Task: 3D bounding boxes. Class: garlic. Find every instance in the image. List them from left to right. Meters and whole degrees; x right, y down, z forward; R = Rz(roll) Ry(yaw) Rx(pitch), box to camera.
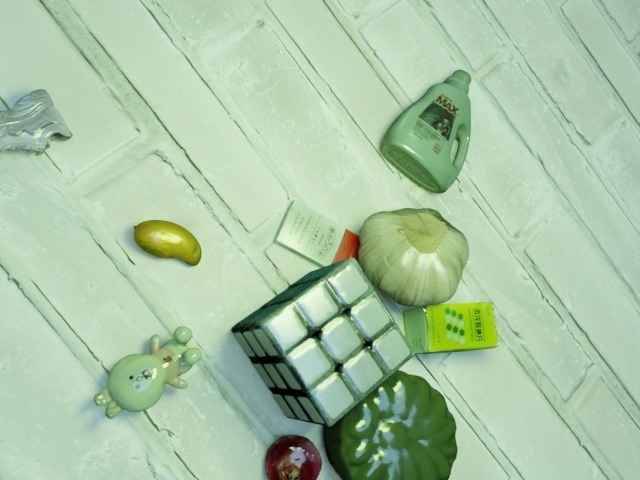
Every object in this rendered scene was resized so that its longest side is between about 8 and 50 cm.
[{"bbox_3d":[0.258,0.043,1.837,0.317,0.260,0.318,4,45,-4],"label":"garlic"}]

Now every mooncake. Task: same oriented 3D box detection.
[{"bbox_3d":[0.192,0.530,1.748,0.356,0.194,0.357,5,78,-23],"label":"mooncake"}]

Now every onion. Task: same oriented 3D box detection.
[{"bbox_3d":[-0.068,0.577,1.658,0.149,0.140,0.150,1,82,-6],"label":"onion"}]

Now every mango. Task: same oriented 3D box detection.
[{"bbox_3d":[-0.390,0.002,1.666,0.190,0.075,0.098,22,88,-22],"label":"mango"}]

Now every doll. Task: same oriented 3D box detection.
[{"bbox_3d":[-0.413,0.328,1.582,0.275,0.113,0.155,-36,86,-17],"label":"doll"}]

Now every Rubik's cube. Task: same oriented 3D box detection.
[{"bbox_3d":[0.000,0.257,1.657,0.305,0.301,0.304,-36,94,-25],"label":"Rubik's cube"}]

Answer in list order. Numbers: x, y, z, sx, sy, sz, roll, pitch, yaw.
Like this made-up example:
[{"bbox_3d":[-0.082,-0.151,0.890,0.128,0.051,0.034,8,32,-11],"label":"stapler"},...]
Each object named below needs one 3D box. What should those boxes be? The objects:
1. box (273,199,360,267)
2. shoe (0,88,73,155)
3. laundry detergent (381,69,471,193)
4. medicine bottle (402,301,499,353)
[{"bbox_3d":[0.000,0.000,1.851,0.245,0.035,0.139,28,70,-16],"label":"box"},{"bbox_3d":[-0.726,-0.252,1.562,0.138,0.095,0.245,49,60,-5],"label":"shoe"},{"bbox_3d":[0.379,-0.366,2.035,0.264,0.124,0.398,37,67,-11],"label":"laundry detergent"},{"bbox_3d":[0.383,0.261,1.909,0.250,0.141,0.137,0,77,-23],"label":"medicine bottle"}]
